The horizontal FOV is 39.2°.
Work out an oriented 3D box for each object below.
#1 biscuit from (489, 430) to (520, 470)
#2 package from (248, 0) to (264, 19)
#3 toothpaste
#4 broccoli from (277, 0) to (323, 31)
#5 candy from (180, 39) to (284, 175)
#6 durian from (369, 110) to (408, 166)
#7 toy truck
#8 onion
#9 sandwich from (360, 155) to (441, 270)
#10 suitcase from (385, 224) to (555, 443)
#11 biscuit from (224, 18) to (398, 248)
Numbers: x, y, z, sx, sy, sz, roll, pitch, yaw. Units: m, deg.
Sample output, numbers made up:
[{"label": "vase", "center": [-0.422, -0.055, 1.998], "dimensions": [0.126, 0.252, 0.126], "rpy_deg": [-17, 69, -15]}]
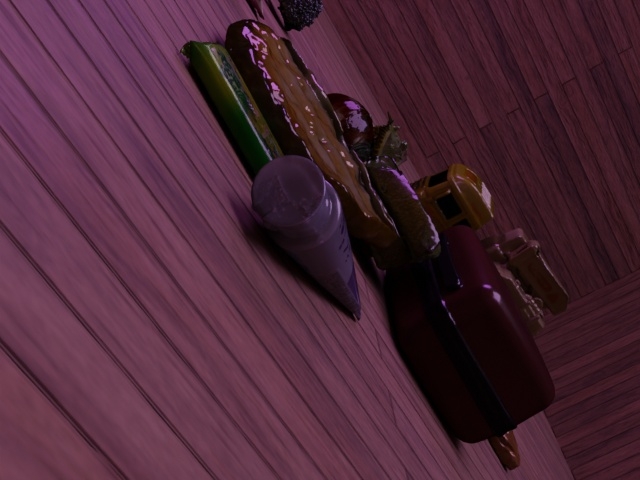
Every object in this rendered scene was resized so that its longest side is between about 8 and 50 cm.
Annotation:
[{"label": "biscuit", "center": [0.277, 0.240, 1.654], "dimensions": [0.376, 0.051, 0.269], "rpy_deg": [65, 12, 14]}, {"label": "package", "center": [-0.113, -0.415, 1.510], "dimensions": [0.059, 0.029, 0.083], "rpy_deg": [-117, -177, -53]}, {"label": "toothpaste", "center": [0.000, 0.000, 0.899], "dimensions": [0.299, 0.073, 0.114], "rpy_deg": [56, 9, -70]}, {"label": "broccoli", "center": [-0.076, -0.516, 1.823], "dimensions": [0.204, 0.122, 0.118], "rpy_deg": [52, -11, 32]}, {"label": "candy", "center": [-0.078, -0.126, 0.914], "dimensions": [0.178, 0.032, 0.102], "rpy_deg": [60, 10, -8]}, {"label": "durian", "center": [0.147, -0.220, 2.066], "dimensions": [0.086, 0.100, 0.215], "rpy_deg": [63, 3, 26]}, {"label": "toy truck", "center": [0.317, 0.039, 1.835], "dimensions": [0.405, 0.254, 0.180], "rpy_deg": [57, 15, -8]}, {"label": "onion", "center": [0.021, -0.157, 1.298], "dimensions": [0.119, 0.118, 0.117], "rpy_deg": [65, -23, 17]}, {"label": "sandwich", "center": [0.091, -0.021, 1.309], "dimensions": [0.160, 0.109, 0.185], "rpy_deg": [87, -20, -64]}, {"label": "suitcase", "center": [0.209, 0.126, 1.307], "dimensions": [0.236, 0.161, 0.297], "rpy_deg": [57, 12, -18]}, {"label": "biscuit", "center": [-0.023, -0.143, 1.130], "dimensions": [0.329, 0.078, 0.335], "rpy_deg": [48, 16, -43]}]
